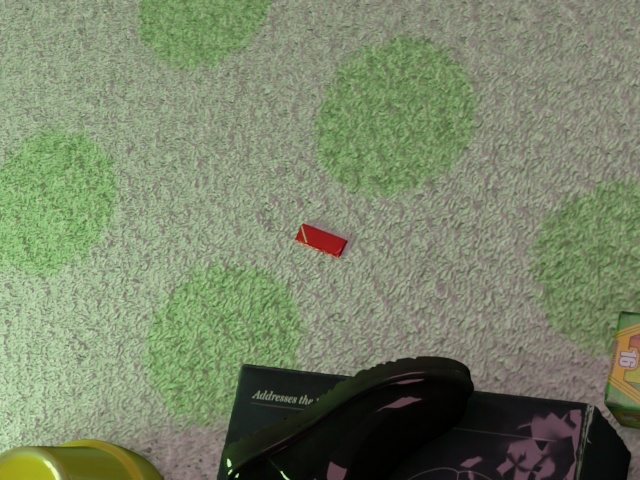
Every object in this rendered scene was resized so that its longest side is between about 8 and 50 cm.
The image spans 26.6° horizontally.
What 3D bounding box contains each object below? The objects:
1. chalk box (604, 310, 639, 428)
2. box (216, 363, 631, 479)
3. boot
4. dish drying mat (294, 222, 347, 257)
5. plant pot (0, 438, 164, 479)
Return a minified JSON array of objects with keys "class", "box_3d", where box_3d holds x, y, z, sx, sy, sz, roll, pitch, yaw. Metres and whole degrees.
[{"class":"chalk box","box_3d":[0.493,0.182,1.757,0.213,0.132,0.132,5,72,24]},{"class":"box","box_3d":[0.109,0.437,1.721,0.480,0.297,0.472,4,73,24]},{"class":"boot","box_3d":[0.051,0.310,1.553,0.348,0.131,0.260,-31,53,21]},{"class":"dish drying mat","box_3d":[0.000,0.000,2.104,0.083,0.008,0.032,22,78,28]},{"class":"plant pot","box_3d":[-0.375,0.402,1.970,0.254,0.239,0.254,-8,67,19]}]
